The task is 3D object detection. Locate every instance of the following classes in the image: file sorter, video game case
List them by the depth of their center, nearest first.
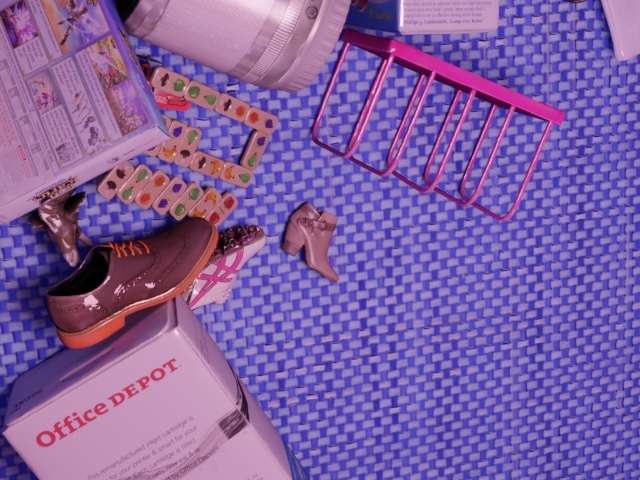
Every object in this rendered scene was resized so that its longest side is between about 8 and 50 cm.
[{"bbox_3d":[-0.350,-0.194,1.527,0.244,0.061,0.270,-27,73,8],"label":"video game case"},{"bbox_3d":[0.159,-0.166,1.756,0.290,0.202,0.182,19,97,-22],"label":"file sorter"}]

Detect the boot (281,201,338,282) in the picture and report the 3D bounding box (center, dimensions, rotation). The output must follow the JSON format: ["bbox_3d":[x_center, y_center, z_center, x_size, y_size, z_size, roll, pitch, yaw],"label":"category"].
[{"bbox_3d":[0.000,0.000,1.827,0.118,0.042,0.087,33,88,-23],"label":"boot"}]

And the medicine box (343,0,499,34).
[{"bbox_3d":[0.126,-0.436,1.645,0.149,0.263,0.290,-5,104,-18],"label":"medicine box"}]

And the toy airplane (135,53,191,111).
[{"bbox_3d":[-0.260,-0.189,1.698,0.151,0.028,0.151,-3,102,-13],"label":"toy airplane"}]

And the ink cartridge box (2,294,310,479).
[{"bbox_3d":[-0.222,0.308,1.732,0.285,0.166,0.395,-31,111,3],"label":"ink cartridge box"}]

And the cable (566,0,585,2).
[{"bbox_3d":[0.398,-0.462,1.851,0.150,0.047,0.185,8,99,-21],"label":"cable"}]

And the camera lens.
[{"bbox_3d":[-0.121,-0.338,1.607,0.274,0.219,0.219,20,96,-22],"label":"camera lens"}]

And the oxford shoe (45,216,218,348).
[{"bbox_3d":[-0.256,0.038,1.661,0.271,0.097,0.098,-38,133,-24],"label":"oxford shoe"}]

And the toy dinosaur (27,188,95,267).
[{"bbox_3d":[-0.351,-0.127,1.635,0.121,0.160,0.314,14,88,13],"label":"toy dinosaur"}]

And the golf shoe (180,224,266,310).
[{"bbox_3d":[-0.154,0.047,1.775,0.186,0.067,0.086,-34,117,2],"label":"golf shoe"}]

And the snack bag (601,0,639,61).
[{"bbox_3d":[0.546,-0.480,1.887,0.342,0.037,0.323,-30,112,-18],"label":"snack bag"}]

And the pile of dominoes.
[{"bbox_3d":[-0.177,-0.118,1.690,0.251,0.040,0.196,18,97,-44],"label":"pile of dominoes"}]
